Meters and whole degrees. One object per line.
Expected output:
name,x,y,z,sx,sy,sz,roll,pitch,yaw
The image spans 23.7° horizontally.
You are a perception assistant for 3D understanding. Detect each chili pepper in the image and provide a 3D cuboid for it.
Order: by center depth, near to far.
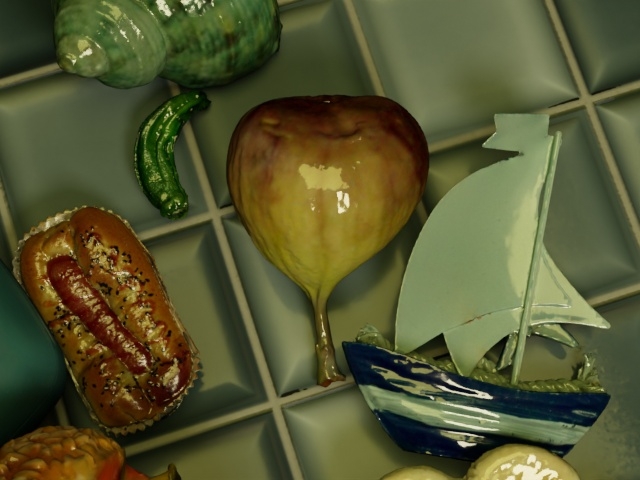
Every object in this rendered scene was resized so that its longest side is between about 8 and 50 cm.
chili pepper,-0.128,-0.073,1.275,0.055,0.035,0.118,14,66,-10

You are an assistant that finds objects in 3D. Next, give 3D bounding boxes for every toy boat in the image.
toy boat,0.157,0.054,1.219,0.210,0.070,0.292,36,77,-9

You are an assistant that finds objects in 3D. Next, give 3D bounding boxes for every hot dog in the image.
hot dog,-0.170,0.061,1.227,0.108,0.059,0.191,-31,80,-2

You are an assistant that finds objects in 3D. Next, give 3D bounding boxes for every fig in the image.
fig,0.002,-0.009,1.201,0.160,0.143,0.231,5,75,-4

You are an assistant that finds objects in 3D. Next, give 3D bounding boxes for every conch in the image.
conch,-0.136,-0.194,1.261,0.188,0.122,0.176,-31,103,-5

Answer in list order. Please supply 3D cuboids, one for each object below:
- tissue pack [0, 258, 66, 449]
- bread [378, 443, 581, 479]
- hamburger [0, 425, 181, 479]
tissue pack,-0.341,0.118,1.126,0.287,0.206,0.198,-36,80,-4
bread,0.130,0.308,1.152,0.316,0.054,0.316,0,87,-4
hamburger,-0.164,0.293,1.037,0.250,0.330,0.330,14,76,4
